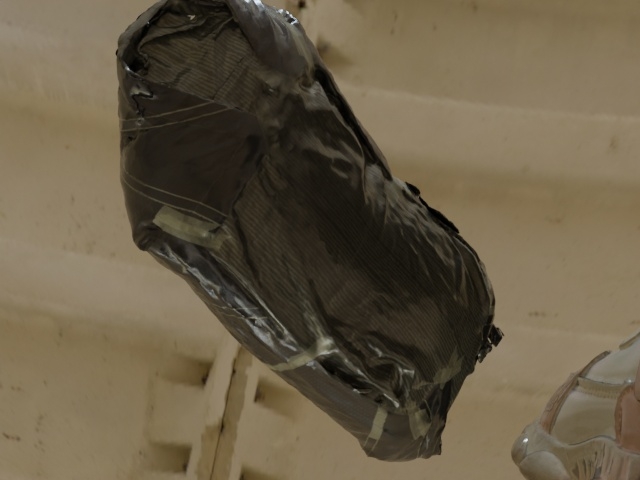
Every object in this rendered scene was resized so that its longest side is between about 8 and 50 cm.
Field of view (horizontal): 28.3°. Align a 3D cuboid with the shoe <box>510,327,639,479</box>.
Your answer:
[{"bbox_3d":[0.274,0.131,0.926,0.172,0.351,0.198,26,-90,-6],"label":"shoe"}]

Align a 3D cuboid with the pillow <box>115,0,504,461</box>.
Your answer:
[{"bbox_3d":[0.000,0.000,0.734,0.335,0.093,0.161,46,-123,-33],"label":"pillow"}]
